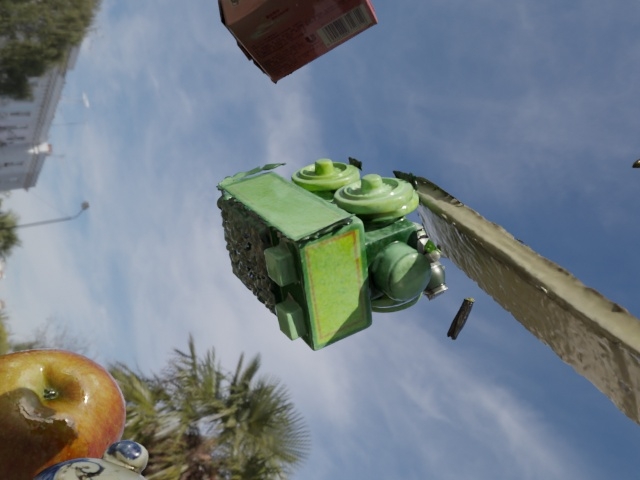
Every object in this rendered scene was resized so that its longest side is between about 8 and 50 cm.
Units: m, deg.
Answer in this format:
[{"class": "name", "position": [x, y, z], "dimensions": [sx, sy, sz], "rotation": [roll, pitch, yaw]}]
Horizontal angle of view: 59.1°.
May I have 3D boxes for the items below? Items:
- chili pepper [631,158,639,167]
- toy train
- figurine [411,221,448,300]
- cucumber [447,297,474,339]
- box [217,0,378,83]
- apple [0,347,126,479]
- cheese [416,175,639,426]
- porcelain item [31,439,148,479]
[{"class": "chili pepper", "position": [0.683, -0.156, 1.026], "dimensions": [0.208, 0.043, 0.049], "rotation": [5, -51, 15]}, {"class": "toy train", "position": [0.000, 0.000, 0.651], "dimensions": [0.271, 0.188, 0.159], "rotation": [33, -43, 54]}, {"class": "figurine", "position": [0.202, 0.029, 1.180], "dimensions": [0.192, 0.126, 0.147], "rotation": [61, 4, 18]}, {"class": "cucumber", "position": [0.390, 0.215, 1.563], "dimensions": [0.033, 0.034, 0.135], "rotation": [18, -107, 41]}, {"class": "box", "position": [-0.024, -0.256, 0.623], "dimensions": [0.156, 0.111, 0.060], "rotation": [-25, -118, 15]}, {"class": "apple", "position": [-0.544, 0.338, 1.093], "dimensions": [0.277, 0.309, 0.250], "rotation": [53, -32, 39]}, {"class": "cheese", "position": [0.175, 0.039, 0.489], "dimensions": [0.400, 0.034, 0.085], "rotation": [-124, -168, -61]}, {"class": "porcelain item", "position": [-0.146, 0.289, 0.462], "dimensions": [0.288, 0.186, 0.138], "rotation": [16, -73, 10]}]
